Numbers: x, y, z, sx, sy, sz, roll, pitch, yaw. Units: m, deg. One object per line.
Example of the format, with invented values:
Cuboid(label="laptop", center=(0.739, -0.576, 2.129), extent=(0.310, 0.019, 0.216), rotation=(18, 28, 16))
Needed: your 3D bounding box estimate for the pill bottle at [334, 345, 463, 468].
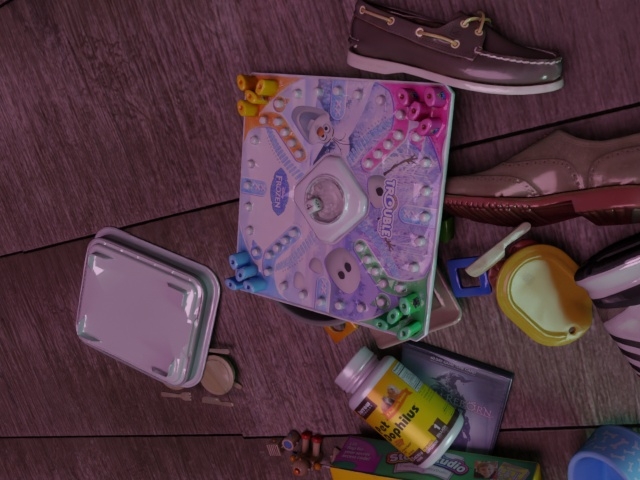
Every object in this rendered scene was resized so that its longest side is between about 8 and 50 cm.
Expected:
Cuboid(label="pill bottle", center=(0.132, 0.282, 1.188), extent=(0.215, 0.117, 0.117), rotation=(39, 122, 10))

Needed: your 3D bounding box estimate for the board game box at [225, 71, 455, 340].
Cuboid(label="board game box", center=(0.007, -0.065, 1.105), extent=(0.390, 0.050, 0.390), rotation=(13, 104, 34))

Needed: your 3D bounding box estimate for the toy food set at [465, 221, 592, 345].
Cuboid(label="toy food set", center=(0.321, 0.063, 1.047), extent=(0.218, 0.071, 0.128), rotation=(42, 95, -16))

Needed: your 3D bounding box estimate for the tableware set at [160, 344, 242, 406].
Cuboid(label="tableware set", center=(-0.263, 0.279, 1.474), extent=(0.194, 0.039, 0.128), rotation=(1, 100, 24))

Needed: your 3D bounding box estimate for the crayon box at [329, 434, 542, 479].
Cuboid(label="crayon box", center=(0.224, 0.530, 1.249), extent=(0.363, 0.106, 0.313), rotation=(-2, 116, 30))

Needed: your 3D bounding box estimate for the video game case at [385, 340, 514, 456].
Cuboid(label="video game case", center=(0.223, 0.326, 1.242), extent=(0.196, 0.026, 0.274), rotation=(17, 117, 22))

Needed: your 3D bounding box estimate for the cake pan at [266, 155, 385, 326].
Cuboid(label="cake pan", center=(0.000, 0.000, 1.185), extent=(0.293, 0.054, 0.293), rotation=(7, 102, 35))

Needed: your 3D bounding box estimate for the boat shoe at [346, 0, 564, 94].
Cuboid(label="boat shoe", center=(0.187, -0.279, 0.977), extent=(0.324, 0.116, 0.097), rotation=(18, 120, 28))

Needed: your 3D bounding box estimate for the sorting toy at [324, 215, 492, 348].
Cuboid(label="sorting toy", center=(0.130, 0.072, 1.181), extent=(0.347, 0.047, 0.196), rotation=(-26, 91, 35))

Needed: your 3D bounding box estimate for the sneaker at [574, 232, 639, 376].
Cuboid(label="sneaker", center=(0.579, 0.064, 0.859), extent=(0.447, 0.169, 0.257), rotation=(-30, 88, 42))

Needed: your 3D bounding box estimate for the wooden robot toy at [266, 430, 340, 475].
Cuboid(label="wooden robot toy", center=(-0.040, 0.439, 1.393), extent=(0.173, 0.079, 0.076), rotation=(9, 113, 24))

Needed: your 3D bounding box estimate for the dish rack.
Cuboid(label="dish rack", center=(-0.384, 0.148, 1.445), extent=(0.333, 0.072, 0.285), rotation=(20, 107, 19))

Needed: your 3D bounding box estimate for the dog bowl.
Cuboid(label="dog bowl", center=(0.470, 0.440, 1.079), extent=(0.166, 0.074, 0.297), rotation=(20, 123, 57))

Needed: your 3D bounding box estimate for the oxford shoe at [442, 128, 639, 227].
Cuboid(label="oxford shoe", center=(0.318, -0.091, 1.000), extent=(0.348, 0.123, 0.130), rotation=(1, 79, 32))
